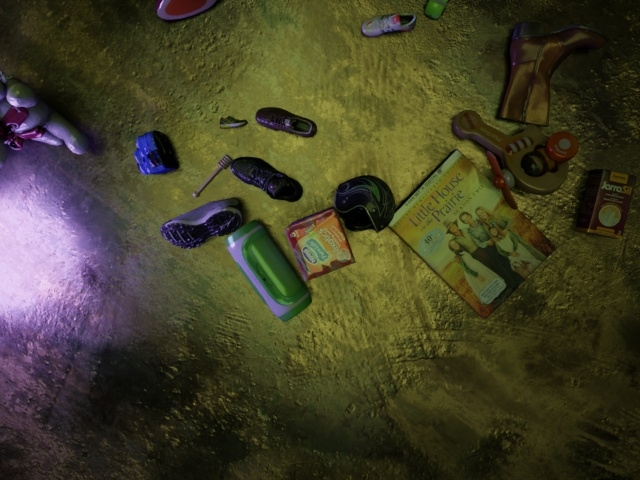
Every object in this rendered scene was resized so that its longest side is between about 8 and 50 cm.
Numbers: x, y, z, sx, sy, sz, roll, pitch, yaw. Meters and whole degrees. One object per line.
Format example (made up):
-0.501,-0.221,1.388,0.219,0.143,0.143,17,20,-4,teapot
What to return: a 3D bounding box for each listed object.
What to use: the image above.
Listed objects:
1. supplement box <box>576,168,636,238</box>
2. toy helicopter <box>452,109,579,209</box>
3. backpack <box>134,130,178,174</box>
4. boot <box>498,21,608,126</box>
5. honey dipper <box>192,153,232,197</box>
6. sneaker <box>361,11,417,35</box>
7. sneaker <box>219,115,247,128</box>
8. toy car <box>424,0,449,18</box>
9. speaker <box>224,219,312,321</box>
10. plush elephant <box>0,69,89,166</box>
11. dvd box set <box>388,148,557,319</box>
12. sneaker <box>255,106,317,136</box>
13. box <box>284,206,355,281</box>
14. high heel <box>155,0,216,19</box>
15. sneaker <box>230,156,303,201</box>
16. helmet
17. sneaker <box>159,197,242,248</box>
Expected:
0.836,-0.107,1.638,0.104,0.081,0.188,12,95,0,supplement box
0.529,-0.249,1.602,0.355,0.140,0.235,34,81,12,toy helicopter
-0.489,-0.255,1.632,0.101,0.098,0.120,-16,96,6,backpack
0.665,-0.469,1.601,0.264,0.096,0.280,6,96,0,boot
-0.326,-0.190,1.670,0.030,0.030,0.160,44,96,-3,honey dipper
0.199,-0.627,1.601,0.161,0.075,0.057,-7,95,1,sneaker
-0.260,-0.353,1.653,0.083,0.031,0.035,-7,94,1,sneaker
0.367,-0.748,1.600,0.239,0.053,0.225,24,95,-1,toy car
-0.152,0.089,1.644,0.131,0.131,0.296,-35,94,3,speaker
-0.881,-0.315,1.555,0.330,0.272,0.255,35,80,26,plush elephant
0.442,-0.018,1.660,0.420,0.062,0.307,45,93,-3,dvd box set
-0.100,-0.351,1.631,0.188,0.071,0.066,13,95,-1,sneaker
0.000,0.000,1.547,0.142,0.300,0.154,-21,95,2,box
-0.332,-0.791,1.600,0.377,0.127,0.181,-31,65,7,high heel
-0.159,-0.182,1.620,0.227,0.130,0.087,29,93,0,sneaker
0.134,-0.104,1.603,0.161,0.169,0.169,-1,95,20,helmet
-0.348,-0.055,1.657,0.271,0.108,0.100,-15,127,16,sneaker
